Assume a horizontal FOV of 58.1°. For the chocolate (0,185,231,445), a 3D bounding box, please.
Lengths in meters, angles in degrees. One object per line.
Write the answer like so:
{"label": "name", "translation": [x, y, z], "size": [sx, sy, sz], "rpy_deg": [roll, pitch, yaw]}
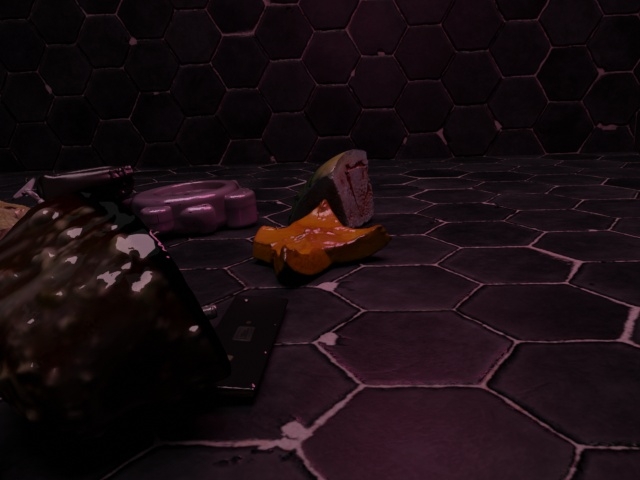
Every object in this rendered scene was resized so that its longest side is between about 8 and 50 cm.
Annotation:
{"label": "chocolate", "translation": [-0.284, 0.091, 0.669], "size": [0.210, 0.225, 0.340], "rpy_deg": [-34, 46, -25]}

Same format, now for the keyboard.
{"label": "keyboard", "translation": [-0.116, 0.147, 0.846], "size": [0.106, 0.027, 0.317], "rpy_deg": [2, 15, 5]}

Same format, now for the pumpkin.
{"label": "pumpkin", "translation": [-0.026, 0.001, 1.249], "size": [0.290, 0.095, 0.258], "rpy_deg": [-17, 25, -34]}

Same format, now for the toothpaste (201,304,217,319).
{"label": "toothpaste", "translation": [-0.285, 0.132, 0.895], "size": [0.248, 0.046, 0.078], "rpy_deg": [-9, 23, -12]}

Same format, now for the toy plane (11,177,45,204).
{"label": "toy plane", "translation": [-0.534, -0.037, 1.248], "size": [0.182, 0.273, 0.107], "rpy_deg": [-32, 3, -11]}

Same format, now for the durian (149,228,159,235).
{"label": "durian", "translation": [-0.473, -0.013, 1.378], "size": [0.188, 0.091, 0.148], "rpy_deg": [-12, 18, -39]}

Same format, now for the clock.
{"label": "clock", "translation": [-0.370, -0.091, 1.618], "size": [0.322, 0.113, 0.295], "rpy_deg": [-14, 19, -32]}

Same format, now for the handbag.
{"label": "handbag", "translation": [-0.645, -0.125, 1.591], "size": [0.257, 0.113, 0.285], "rpy_deg": [-23, -1, -26]}

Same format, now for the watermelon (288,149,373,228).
{"label": "watermelon", "translation": [0.041, -0.104, 1.601], "size": [0.262, 0.201, 0.213], "rpy_deg": [-44, -7, 31]}

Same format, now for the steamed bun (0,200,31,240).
{"label": "steamed bun", "translation": [-0.642, 0.035, 1.041], "size": [0.289, 0.203, 0.276], "rpy_deg": [18, 12, 20]}
